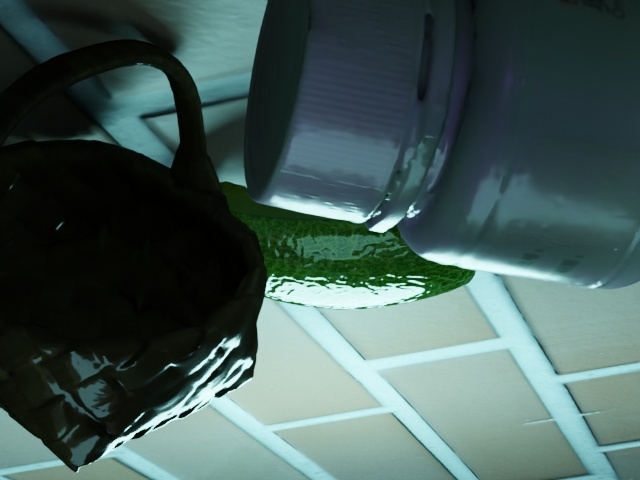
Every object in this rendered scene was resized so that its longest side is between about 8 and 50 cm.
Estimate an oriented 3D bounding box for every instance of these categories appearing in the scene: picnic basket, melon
[{"bbox_3d":[-0.203,-0.025,1.509,0.293,0.337,0.337,-26,175,-40],"label":"picnic basket"},{"bbox_3d":[0.000,0.000,1.794,0.323,0.124,0.196,-4,151,-9],"label":"melon"}]

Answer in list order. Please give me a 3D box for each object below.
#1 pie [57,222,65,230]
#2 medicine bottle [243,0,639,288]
[{"bbox_3d":[-0.320,0.053,1.855,0.288,0.103,0.355,-15,171,24],"label":"pie"},{"bbox_3d":[0.119,-0.106,1.371,0.325,0.256,0.256,10,156,-12],"label":"medicine bottle"}]
